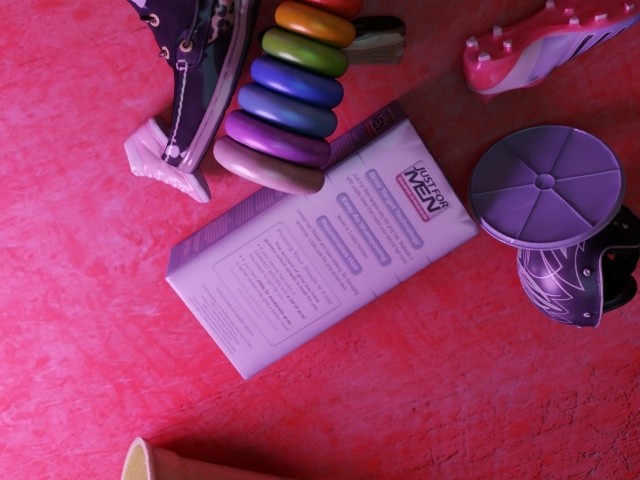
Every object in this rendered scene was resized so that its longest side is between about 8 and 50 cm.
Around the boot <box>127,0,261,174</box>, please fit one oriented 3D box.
[{"bbox_3d":[-0.219,-0.291,1.195,0.284,0.138,0.377,14,104,-10],"label":"boot"}]

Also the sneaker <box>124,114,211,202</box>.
[{"bbox_3d":[-0.205,-0.093,1.315,0.070,0.051,0.134,-34,105,10],"label":"sneaker"}]

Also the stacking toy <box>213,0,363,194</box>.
[{"bbox_3d":[-0.010,-0.226,1.171,0.141,0.141,0.330,19,102,-11],"label":"stacking toy"}]

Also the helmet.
[{"bbox_3d":[0.343,0.031,1.332,0.161,0.169,0.169,-27,111,-18],"label":"helmet"}]

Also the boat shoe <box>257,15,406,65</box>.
[{"bbox_3d":[0.015,-0.240,1.274,0.190,0.068,0.072,-2,126,-2],"label":"boat shoe"}]

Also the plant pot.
[{"bbox_3d":[-0.146,0.425,1.413,0.253,0.276,0.276,7,110,-19],"label":"plant pot"}]

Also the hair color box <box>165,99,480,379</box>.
[{"bbox_3d":[0.000,0.000,1.330,0.374,0.113,0.185,-33,109,8],"label":"hair color box"}]

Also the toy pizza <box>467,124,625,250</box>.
[{"bbox_3d":[0.294,-0.067,1.301,0.201,0.201,0.032,-21,143,3],"label":"toy pizza"}]

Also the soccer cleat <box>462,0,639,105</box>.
[{"bbox_3d":[0.301,-0.254,1.289,0.248,0.083,0.095,-22,139,-1],"label":"soccer cleat"}]
